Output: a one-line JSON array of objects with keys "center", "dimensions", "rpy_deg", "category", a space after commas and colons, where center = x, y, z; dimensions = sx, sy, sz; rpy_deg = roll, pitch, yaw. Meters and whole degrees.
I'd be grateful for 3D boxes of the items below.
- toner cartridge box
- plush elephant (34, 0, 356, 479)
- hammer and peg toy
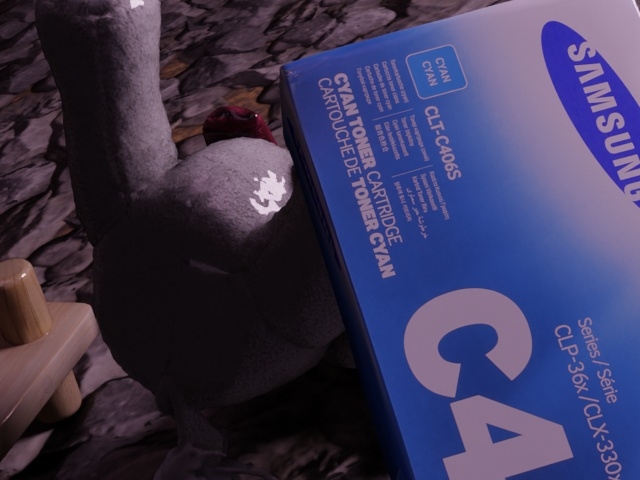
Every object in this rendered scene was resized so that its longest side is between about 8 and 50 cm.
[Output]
[{"center": [0.107, 0.067, 0.653], "dimensions": [0.165, 0.075, 0.348], "rpy_deg": [-16, 69, -6], "category": "toner cartridge box"}, {"center": [0.000, 0.000, 0.940], "dimensions": [0.272, 0.330, 0.255], "rpy_deg": [17, 23, 29], "category": "plush elephant"}, {"center": [-0.324, 0.151, 0.999], "dimensions": [0.266, 0.127, 0.361], "rpy_deg": [0, 33, 23], "category": "hammer and peg toy"}]
